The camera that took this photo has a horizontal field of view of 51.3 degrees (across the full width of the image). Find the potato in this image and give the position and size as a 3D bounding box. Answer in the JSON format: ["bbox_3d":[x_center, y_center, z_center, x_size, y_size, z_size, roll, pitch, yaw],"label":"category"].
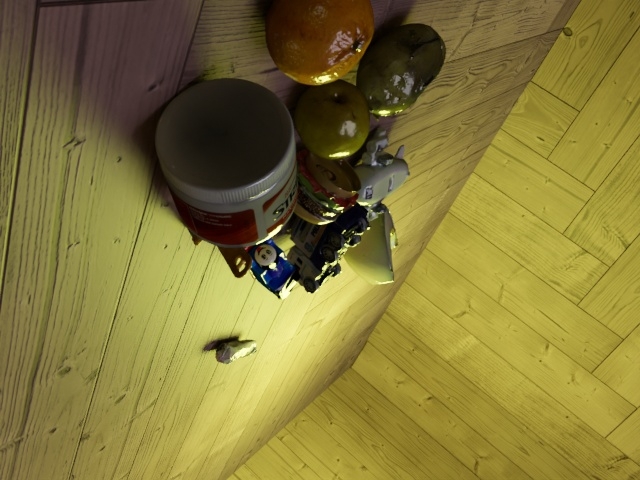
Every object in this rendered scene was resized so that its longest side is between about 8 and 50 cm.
[{"bbox_3d":[0.174,-0.364,1.402,0.248,0.143,0.169,-40,171,-35],"label":"potato"}]

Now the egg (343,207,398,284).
[{"bbox_3d":[0.148,0.007,2.092,0.271,0.162,0.206,-81,158,-53],"label":"egg"}]

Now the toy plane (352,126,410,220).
[{"bbox_3d":[0.149,-0.171,1.779,0.267,0.122,0.267,-40,141,-42],"label":"toy plane"}]

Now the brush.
[{"bbox_3d":[-0.168,-0.006,1.137,0.013,0.272,0.103,34,97,-34],"label":"brush"}]

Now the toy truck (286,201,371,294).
[{"bbox_3d":[0.000,0.000,1.675,0.124,0.155,0.268,-34,161,-44],"label":"toy truck"}]

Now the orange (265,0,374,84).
[{"bbox_3d":[0.000,-0.326,1.021,0.177,0.155,0.177,-42,173,-6],"label":"orange"}]

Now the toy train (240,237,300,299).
[{"bbox_3d":[-0.122,0.048,1.509,0.083,0.131,0.204,-48,163,-11],"label":"toy train"}]

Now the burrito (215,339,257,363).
[{"bbox_3d":[-0.240,0.311,1.881,0.064,0.064,0.203,-54,165,8],"label":"burrito"}]

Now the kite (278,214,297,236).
[{"bbox_3d":[-0.059,-0.055,1.676,0.139,0.011,0.157,-46,163,-26],"label":"kite"}]

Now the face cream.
[{"bbox_3d":[-0.135,-0.112,1.017,0.201,0.201,0.187,-45,162,-20],"label":"face cream"}]

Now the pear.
[{"bbox_3d":[0.024,-0.232,1.278,0.149,0.149,0.162,-45,169,-20],"label":"pear"}]

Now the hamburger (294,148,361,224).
[{"bbox_3d":[-0.006,-0.113,1.446,0.137,0.175,0.175,-45,168,30],"label":"hamburger"}]
